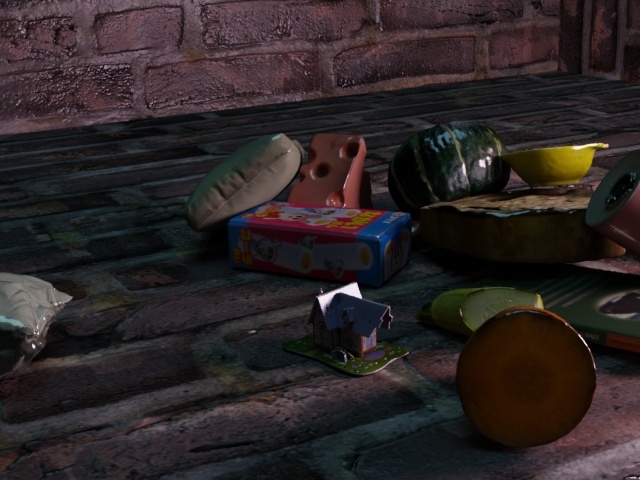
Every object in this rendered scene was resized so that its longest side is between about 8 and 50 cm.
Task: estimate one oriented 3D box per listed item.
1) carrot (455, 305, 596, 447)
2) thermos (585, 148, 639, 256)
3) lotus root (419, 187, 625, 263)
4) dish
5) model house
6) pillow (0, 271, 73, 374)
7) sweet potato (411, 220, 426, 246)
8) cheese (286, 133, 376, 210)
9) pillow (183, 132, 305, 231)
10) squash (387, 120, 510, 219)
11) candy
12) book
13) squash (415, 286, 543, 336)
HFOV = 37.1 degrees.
[{"bbox_3d":[0.247,0.145,1.189,0.159,0.159,0.225,0,7,8],"label":"carrot"},{"bbox_3d":[0.574,-0.017,1.500,0.265,0.146,0.176,32,-18,-5],"label":"thermos"},{"bbox_3d":[0.362,-0.032,1.726,0.375,0.111,0.390,4,11,22],"label":"lotus root"},{"bbox_3d":[0.455,-0.141,1.844,0.208,0.080,0.149,-5,3,2],"label":"dish"},{"bbox_3d":[0.035,0.119,1.369,0.117,0.088,0.167,-17,23,-41],"label":"model house"},{"bbox_3d":[-0.532,0.117,1.381,0.310,0.138,0.283,-1,9,-1],"label":"pillow"},{"bbox_3d":[0.165,-0.007,1.833,0.117,0.049,0.049,-17,21,-22],"label":"sweet potato"},{"bbox_3d":[0.017,-0.084,1.898,0.128,0.203,0.177,8,34,24],"label":"cheese"},{"bbox_3d":[-0.147,-0.118,1.909,0.255,0.120,0.322,-38,0,6],"label":"pillow"},{"bbox_3d":[0.258,-0.137,1.940,0.252,0.165,0.252,-17,-19,-6],"label":"squash"},{"bbox_3d":[0.000,0.001,1.740,0.306,0.100,0.157,5,17,25],"label":"candy"},{"bbox_3d":[0.416,0.096,1.473,0.371,0.043,0.260,10,21,41],"label":"book"},{"bbox_3d":[0.221,0.109,1.408,0.200,0.090,0.075,2,6,34],"label":"squash"}]
